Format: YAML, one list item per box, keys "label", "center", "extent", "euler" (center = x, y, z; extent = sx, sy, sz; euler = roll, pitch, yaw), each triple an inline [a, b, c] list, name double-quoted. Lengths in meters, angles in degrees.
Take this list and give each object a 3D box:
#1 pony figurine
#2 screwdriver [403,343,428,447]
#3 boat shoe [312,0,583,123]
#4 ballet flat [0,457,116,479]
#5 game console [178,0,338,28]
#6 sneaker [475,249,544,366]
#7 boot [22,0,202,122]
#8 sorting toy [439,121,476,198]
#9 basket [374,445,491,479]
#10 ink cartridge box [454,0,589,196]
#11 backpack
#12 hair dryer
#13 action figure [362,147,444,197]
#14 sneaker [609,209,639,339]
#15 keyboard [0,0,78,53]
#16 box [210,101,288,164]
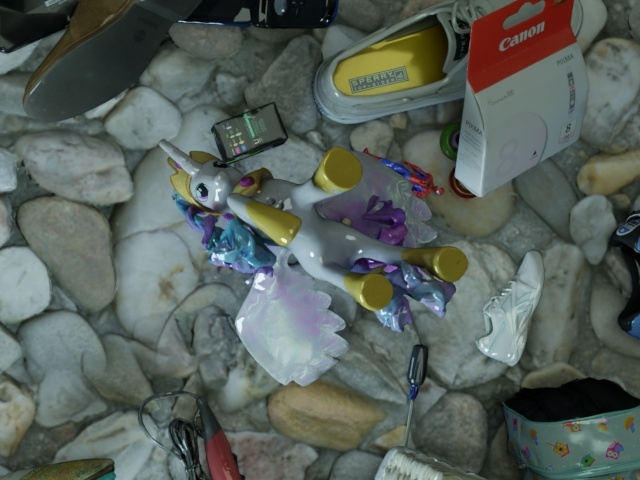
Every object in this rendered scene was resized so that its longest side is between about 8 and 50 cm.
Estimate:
- label: "pony figurine"
  center: [0.000, 0.000, 1.702]
  extent: [0.351, 0.363, 0.302]
  euler: [39, 77, -30]
- label: "screwdriver"
  center: [0.112, 0.215, 1.862]
  extent: [0.025, 0.024, 0.169]
  euler: [14, 91, 24]
- label: "boat shoe"
  center: [0.169, -0.248, 1.829]
  extent: [0.367, 0.156, 0.135]
  euler: [-16, 88, -7]
- label: "ballet flat"
  center: [-0.405, 0.354, 1.749]
  extent: [0.348, 0.123, 0.123]
  euler: [-43, 91, -8]
- label: "game console"
  center: [-0.099, -0.408, 1.778]
  extent: [0.173, 0.250, 0.293]
  euler: [0, 97, -28]
- label: "sneaker"
  center: [0.244, 0.081, 1.867]
  extent: [0.061, 0.054, 0.152]
  euler: [19, 85, -2]
- label: "boot"
  center: [-0.261, -0.272, 1.807]
  extent: [0.305, 0.112, 0.115]
  euler: [-43, 59, 11]
- label: "sorting toy"
  center: [0.191, -0.105, 1.879]
  extent: [0.061, 0.042, 0.102]
  euler: [-11, 87, -7]
- label: "basket"
  center: [0.193, 0.448, 1.720]
  extent: [0.331, 0.266, 0.328]
  euler: [23, 81, -6]
- label: "ink cartridge box"
  center: [0.254, -0.187, 1.783]
  extent: [0.189, 0.232, 0.066]
  euler: [-29, 55, -30]
- label: "backpack"
  center: [0.320, 0.245, 1.796]
  extent: [0.166, 0.188, 0.144]
  euler: [-7, 87, -8]
- label: "hair dryer"
  center: [-0.103, 0.321, 1.797]
  extent: [0.294, 0.080, 0.223]
  euler: [17, 84, -5]
- label: "action figure"
  center: [0.105, -0.083, 1.876]
  extent: [0.115, 0.030, 0.038]
  euler: [21, 79, -7]
- label: "sneaker"
  center: [0.456, -0.021, 1.861]
  extent: [0.147, 0.130, 0.330]
  euler: [14, 85, -8]
- label: "keyboard"
  center: [-0.336, -0.317, 1.843]
  extent: [0.192, 0.038, 0.100]
  euler: [-25, 105, -4]
- label: "box"
  center: [-0.090, -0.133, 1.839]
  extent: [0.083, 0.062, 0.052]
  euler: [-22, 90, -7]
